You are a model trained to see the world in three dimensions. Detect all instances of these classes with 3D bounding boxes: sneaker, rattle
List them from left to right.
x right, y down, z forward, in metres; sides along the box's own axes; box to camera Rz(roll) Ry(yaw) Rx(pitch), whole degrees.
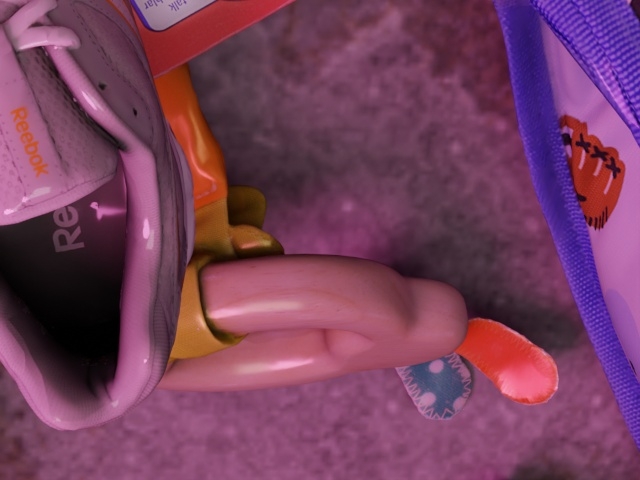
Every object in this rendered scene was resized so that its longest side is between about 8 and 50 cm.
[{"bbox_3d":[-0.089,-0.066,0.510,0.099,0.121,0.262,-21,116,-3],"label":"sneaker"},{"bbox_3d":[0.000,0.000,0.762,0.200,0.142,0.130,0,145,-27],"label":"rattle"}]

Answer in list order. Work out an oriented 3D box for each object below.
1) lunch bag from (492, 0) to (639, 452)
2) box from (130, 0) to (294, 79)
[{"bbox_3d":[0.268,-0.018,0.693,0.328,0.239,0.385,-28,110,-9],"label":"lunch bag"},{"bbox_3d":[-0.105,-0.130,0.626,0.300,0.142,0.154,-30,114,2],"label":"box"}]
